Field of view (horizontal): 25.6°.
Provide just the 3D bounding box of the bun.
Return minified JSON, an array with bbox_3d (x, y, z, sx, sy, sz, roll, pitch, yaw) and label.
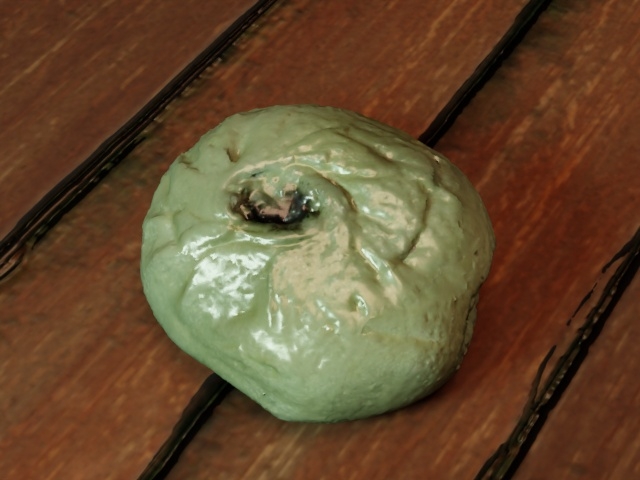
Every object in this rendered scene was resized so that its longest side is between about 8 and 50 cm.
[{"bbox_3d":[0.003,0.001,0.844,0.221,0.108,0.221,3,49,-4],"label":"bun"}]
